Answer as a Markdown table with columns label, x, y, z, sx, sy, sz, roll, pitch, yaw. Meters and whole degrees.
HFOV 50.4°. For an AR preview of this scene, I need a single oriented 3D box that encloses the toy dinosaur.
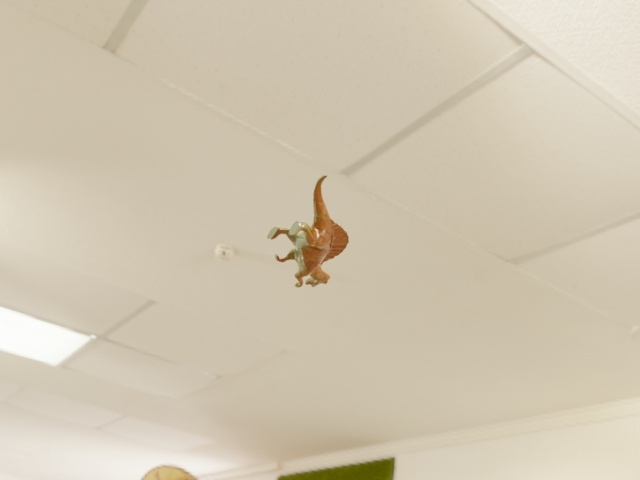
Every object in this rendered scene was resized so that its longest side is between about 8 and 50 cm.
| label | x | y | z | sx | sy | sz | roll | pitch | yaw |
| --- | --- | --- | --- | --- | --- | --- | --- | --- | --- |
| toy dinosaur | -0.001 | 0.001 | 1.108 | 0.142 | 0.057 | 0.212 | 21 | -52 | -32 |
